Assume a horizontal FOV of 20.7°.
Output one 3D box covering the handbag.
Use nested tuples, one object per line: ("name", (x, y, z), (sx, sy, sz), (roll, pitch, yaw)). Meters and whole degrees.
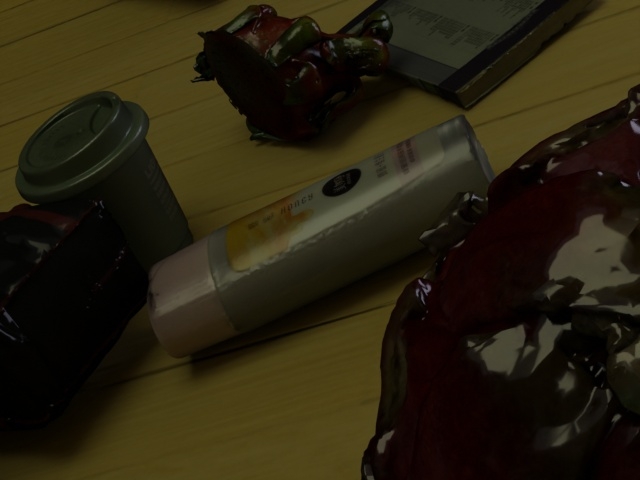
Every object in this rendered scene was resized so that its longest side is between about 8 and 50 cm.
("handbag", (-0.251, 0.053, 1.346), (0.215, 0.155, 0.169), (-6, 31, 40))

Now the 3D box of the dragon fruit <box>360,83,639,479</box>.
("dragon fruit", (0.172, 0.094, 0.760), (0.329, 0.329, 0.329), (-22, 31, 14))

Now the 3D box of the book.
("book", (0.120, -0.190, 1.512), (0.157, 0.026, 0.231), (-41, 31, -11))

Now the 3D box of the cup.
("cup", (-0.168, -0.038, 1.423), (0.120, 0.141, 0.120), (-24, 33, 17))

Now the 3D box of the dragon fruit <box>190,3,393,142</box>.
("dragon fruit", (-0.020, -0.141, 1.487), (0.175, 0.138, 0.142), (-18, 65, -3))

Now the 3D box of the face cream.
("face cream", (0.000, 0.000, 1.287), (0.269, 0.073, 0.107), (-26, 22, 12))
